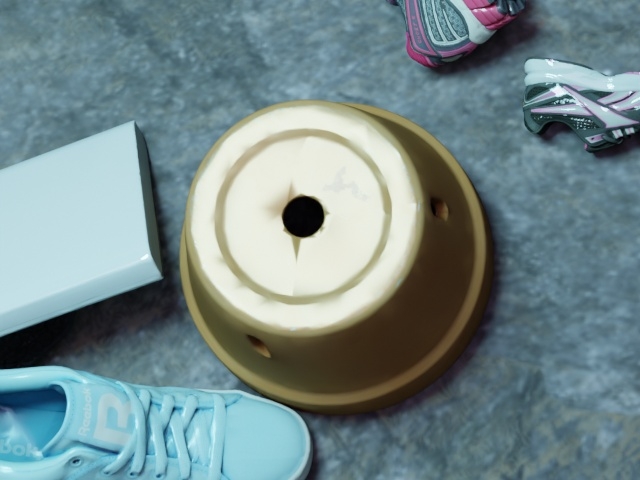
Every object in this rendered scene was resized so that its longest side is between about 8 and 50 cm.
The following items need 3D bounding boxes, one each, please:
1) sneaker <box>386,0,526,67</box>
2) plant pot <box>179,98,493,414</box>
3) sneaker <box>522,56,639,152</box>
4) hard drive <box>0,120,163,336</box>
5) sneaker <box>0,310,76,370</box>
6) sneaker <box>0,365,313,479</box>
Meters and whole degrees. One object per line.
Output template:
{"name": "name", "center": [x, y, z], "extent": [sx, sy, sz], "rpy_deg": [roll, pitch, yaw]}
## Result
{"name": "sneaker", "center": [0.073, -0.304, 1.367], "extent": [0.112, 0.121, 0.299], "rpy_deg": [-39, 63, 31]}
{"name": "plant pot", "center": [0.000, 0.000, 1.265], "extent": [0.291, 0.203, 0.291], "rpy_deg": [-2, 78, 10]}
{"name": "sneaker", "center": [0.270, -0.115, 1.322], "extent": [0.178, 0.072, 0.077], "rpy_deg": [12, 92, 20]}
{"name": "hard drive", "center": [-0.303, 0.010, 1.348], "extent": [0.307, 0.040, 0.203], "rpy_deg": [-19, 43, 5]}
{"name": "sneaker", "center": [-0.334, 0.096, 1.378], "extent": [0.234, 0.084, 0.097], "rpy_deg": [-34, 51, 0]}
{"name": "sneaker", "center": [-0.180, 0.178, 1.244], "extent": [0.366, 0.150, 0.135], "rpy_deg": [0, 70, -10]}
